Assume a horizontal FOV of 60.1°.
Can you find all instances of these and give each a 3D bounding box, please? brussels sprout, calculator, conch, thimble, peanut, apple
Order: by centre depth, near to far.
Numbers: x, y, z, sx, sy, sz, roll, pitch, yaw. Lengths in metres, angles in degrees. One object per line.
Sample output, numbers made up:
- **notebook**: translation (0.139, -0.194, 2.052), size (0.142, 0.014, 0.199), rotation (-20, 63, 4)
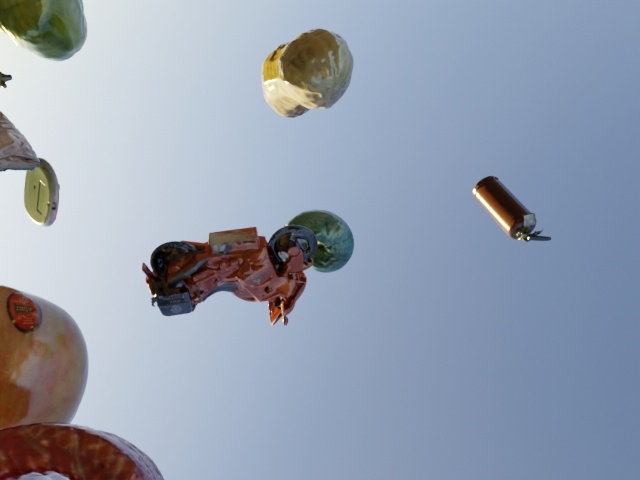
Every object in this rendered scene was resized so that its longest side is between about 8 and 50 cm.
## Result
- **thimble**: translation (-0.408, 0.449, 0.837), size (0.351, 0.230, 0.349), rotation (1, -111, -2)
- **peanut**: translation (-0.035, -0.317, 1.078), size (0.147, 0.147, 0.306), rotation (-54, -155, -12)
- **brussels sprout**: translation (-0.547, -0.460, 1.086), size (0.161, 0.223, 0.223), rotation (-20, -136, 20)
- **apple**: translation (-0.705, 0.294, 1.191), size (0.392, 0.391, 0.346), rotation (-16, -127, 31)
- **conch**: translation (0.001, 0.000, 1.558), size (0.196, 0.202, 0.134), rotation (24, -125, 14)
- **calculator**: translation (-0.811, -0.142, 1.599), size (0.299, 0.041, 0.185), rotation (29, -69, 44)

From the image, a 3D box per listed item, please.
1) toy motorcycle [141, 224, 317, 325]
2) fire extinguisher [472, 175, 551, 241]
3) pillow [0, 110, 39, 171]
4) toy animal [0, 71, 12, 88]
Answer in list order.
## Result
- **toy motorcycle**: translation (-0.164, 0.076, 1.070), size (0.326, 0.221, 0.147), rotation (-7, -144, -6)
- **fire extinguisher**: translation (0.571, -0.084, 1.659), size (0.105, 0.105, 0.269), rotation (-37, -135, 9)
- **pillow**: translation (-0.479, -0.138, 0.722), size (0.043, 0.126, 0.232), rotation (-42, 179, 18)
- **toy animal**: translation (-0.700, -0.265, 1.102), size (0.219, 0.103, 0.100), rotation (-16, -118, 35)
